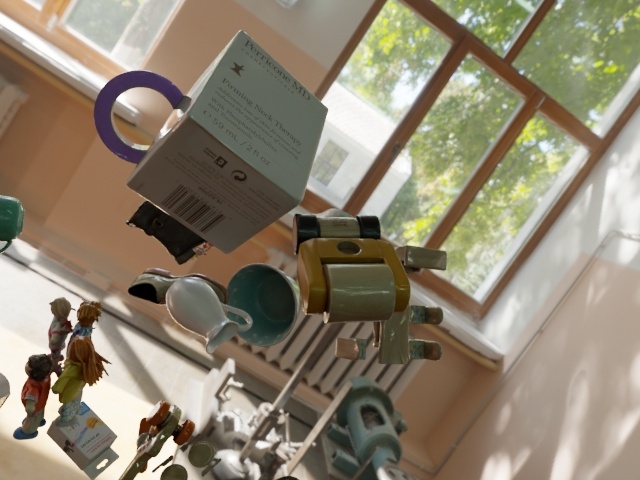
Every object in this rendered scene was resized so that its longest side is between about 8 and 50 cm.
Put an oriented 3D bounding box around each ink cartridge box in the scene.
[{"bbox_3d":[-0.627,0.535,1.337,0.181,0.062,0.104,41,26,7],"label":"ink cartridge box"}]

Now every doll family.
[{"bbox_3d":[-0.406,0.189,0.822,0.118,0.163,0.263,12,20,-22],"label":"doll family"}]

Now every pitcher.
[{"bbox_3d":[-0.298,0.188,1.332,0.207,0.126,0.177,39,27,25],"label":"pitcher"}]

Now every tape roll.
[{"bbox_3d":[-0.534,-0.372,1.506,0.274,0.275,0.090,31,6,-26],"label":"tape roll"}]

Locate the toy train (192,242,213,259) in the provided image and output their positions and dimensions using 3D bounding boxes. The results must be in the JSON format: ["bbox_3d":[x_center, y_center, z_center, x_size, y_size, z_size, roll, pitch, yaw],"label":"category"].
[{"bbox_3d":[-0.538,0.045,2.126,0.046,0.166,0.125,63,-17,9],"label":"toy train"}]

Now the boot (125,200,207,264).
[{"bbox_3d":[-0.436,-0.075,1.547,0.229,0.263,0.091,50,-12,-21],"label":"boot"}]

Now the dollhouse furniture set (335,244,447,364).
[{"bbox_3d":[0.281,0.229,1.718,0.361,0.395,0.256,9,-9,-28],"label":"dollhouse furniture set"}]

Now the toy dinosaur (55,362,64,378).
[{"bbox_3d":[-0.814,0.420,1.548,0.047,0.082,0.090,27,15,22],"label":"toy dinosaur"}]

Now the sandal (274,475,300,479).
[{"bbox_3d":[-0.136,0.761,1.497,0.180,0.049,0.072,-6,57,-21],"label":"sandal"}]

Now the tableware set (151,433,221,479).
[{"bbox_3d":[-0.431,0.740,1.620,0.128,0.039,0.194,38,50,24],"label":"tableware set"}]

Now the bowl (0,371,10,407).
[{"bbox_3d":[-0.621,0.308,0.897,0.053,0.142,0.142,33,-18,-11],"label":"bowl"}]

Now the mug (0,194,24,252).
[{"bbox_3d":[-0.901,-0.050,1.412,0.097,0.158,0.129,6,34,-30],"label":"mug"}]

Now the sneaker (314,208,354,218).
[{"bbox_3d":[0.000,0.000,1.660,0.135,0.150,0.366,30,-15,-6],"label":"sneaker"}]

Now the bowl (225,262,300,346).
[{"bbox_3d":[-0.196,0.235,1.908,0.311,0.312,0.163,36,15,16],"label":"bowl"}]

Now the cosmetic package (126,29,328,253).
[{"bbox_3d":[-0.228,-0.251,1.308,0.329,0.327,0.394,37,44,-24],"label":"cosmetic package"}]

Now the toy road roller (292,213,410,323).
[{"bbox_3d":[0.045,0.098,1.098,0.202,0.241,0.330,0,33,-11],"label":"toy road roller"}]

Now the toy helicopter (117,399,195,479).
[{"bbox_3d":[-0.580,0.691,1.605,0.140,0.355,0.235,44,-34,-15],"label":"toy helicopter"}]

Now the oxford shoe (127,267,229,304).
[{"bbox_3d":[-0.479,0.184,1.670,0.347,0.123,0.130,5,24,18],"label":"oxford shoe"}]
